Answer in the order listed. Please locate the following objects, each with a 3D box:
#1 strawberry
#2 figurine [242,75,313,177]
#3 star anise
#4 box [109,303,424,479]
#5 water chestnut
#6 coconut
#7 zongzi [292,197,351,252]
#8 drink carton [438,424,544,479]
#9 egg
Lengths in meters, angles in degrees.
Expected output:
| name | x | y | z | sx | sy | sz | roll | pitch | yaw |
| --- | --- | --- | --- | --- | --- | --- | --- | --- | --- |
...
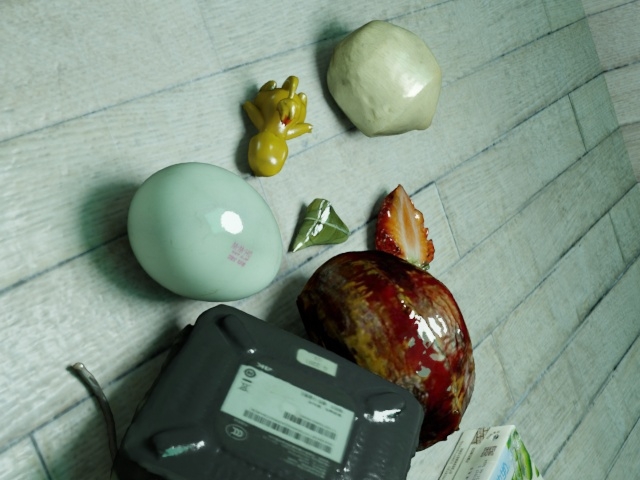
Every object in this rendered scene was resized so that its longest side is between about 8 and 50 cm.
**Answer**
| name | x | y | z | sx | sy | sz | roll | pitch | yaw |
| --- | --- | --- | --- | --- | --- | --- | --- | --- | --- |
| strawberry | 0.143 | -0.015 | 1.953 | 0.146 | 0.082 | 0.187 | 28 | 51 | -53 |
| figurine | -0.067 | -0.183 | 1.682 | 0.121 | 0.122 | 0.176 | 20 | 65 | -12 |
| star anise | -0.278 | 0.306 | 1.326 | 0.148 | 0.219 | 0.227 | -14 | 46 | -26 |
| box | -0.056 | 0.249 | 1.351 | 0.359 | 0.091 | 0.350 | 24 | 36 | 0 |
| water chestnut | 0.076 | 0.185 | 1.656 | 0.302 | 0.350 | 0.351 | -25 | 103 | -10 |
| coconut | 0.121 | -0.286 | 1.912 | 0.224 | 0.224 | 0.224 | 22 | 62 | -49 |
| zongzi | 0.000 | 0.000 | 1.784 | 0.104 | 0.052 | 0.113 | 48 | 57 | -42 |
| drink carton | 0.356 | 0.541 | 2.016 | 0.325 | 0.132 | 0.194 | 61 | 39 | -18 |
| egg | -0.152 | -0.006 | 1.456 | 0.264 | 0.182 | 0.183 | 33 | 53 | -53 |
